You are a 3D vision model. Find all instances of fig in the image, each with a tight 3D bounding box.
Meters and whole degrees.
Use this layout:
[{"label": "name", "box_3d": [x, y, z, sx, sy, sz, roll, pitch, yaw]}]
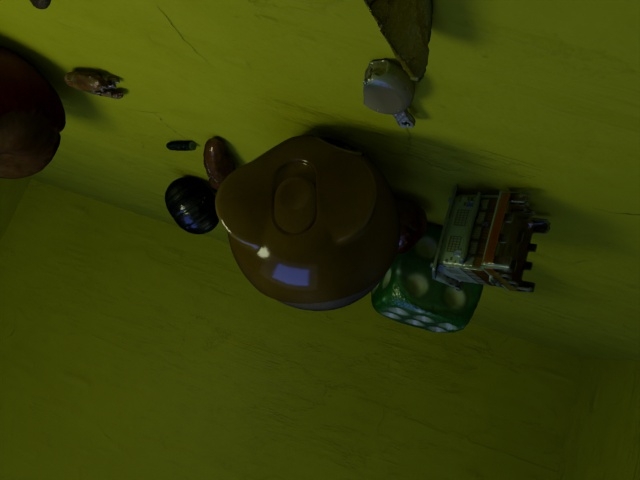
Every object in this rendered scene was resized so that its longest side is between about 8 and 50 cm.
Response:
[{"label": "fig", "box_3d": [0.185, -0.071, 1.375, 0.257, 0.159, 0.159, 35, 179, 35]}]

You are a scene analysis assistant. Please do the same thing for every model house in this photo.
[{"label": "model house", "box_3d": [0.387, 0.004, 1.122, 0.215, 0.224, 0.198, 6, 163, 44]}]

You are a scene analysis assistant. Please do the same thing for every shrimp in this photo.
[{"label": "shrimp", "box_3d": [-0.572, -0.401, 1.231, 0.188, 0.051, 0.132, 17, -172, 35]}]

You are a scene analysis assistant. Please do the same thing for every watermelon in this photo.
[{"label": "watermelon", "box_3d": [0.085, -0.290, 0.600, 0.075, 0.091, 0.181, 28, -177, 34]}]

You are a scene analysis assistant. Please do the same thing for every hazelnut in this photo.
[{"label": "hazelnut", "box_3d": [-0.881, -0.350, 1.279, 0.360, 0.358, 0.409, 21, 172, -9]}]

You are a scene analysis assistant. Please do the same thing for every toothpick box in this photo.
[{"label": "toothpick box", "box_3d": [-0.016, -0.044, 1.133, 0.409, 0.408, 0.425, 16, 169, 14]}]

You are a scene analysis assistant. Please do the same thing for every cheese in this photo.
[{"label": "cheese", "box_3d": [0.118, -0.246, 0.831, 0.092, 0.047, 0.171, 16, 168, 17]}]

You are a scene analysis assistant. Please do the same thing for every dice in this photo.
[{"label": "dice", "box_3d": [0.347, 0.125, 1.557, 0.297, 0.299, 0.287, 20, 166, -2]}]

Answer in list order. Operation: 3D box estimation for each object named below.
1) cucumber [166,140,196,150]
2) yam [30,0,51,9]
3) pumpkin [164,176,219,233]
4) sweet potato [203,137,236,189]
[{"label": "cucumber", "box_3d": [-0.444, -0.298, 1.506, 0.133, 0.032, 0.032, 8, 164, 38]}, {"label": "yam", "box_3d": [-0.465, -0.457, 0.785, 0.046, 0.046, 0.264, 25, 166, -27]}, {"label": "pumpkin", "box_3d": [-0.496, -0.145, 1.907, 0.250, 0.216, 0.250, 47, 165, 17]}, {"label": "sweet potato", "box_3d": [-0.312, -0.218, 1.507, 0.095, 0.106, 0.354, -14, 172, -9]}]
